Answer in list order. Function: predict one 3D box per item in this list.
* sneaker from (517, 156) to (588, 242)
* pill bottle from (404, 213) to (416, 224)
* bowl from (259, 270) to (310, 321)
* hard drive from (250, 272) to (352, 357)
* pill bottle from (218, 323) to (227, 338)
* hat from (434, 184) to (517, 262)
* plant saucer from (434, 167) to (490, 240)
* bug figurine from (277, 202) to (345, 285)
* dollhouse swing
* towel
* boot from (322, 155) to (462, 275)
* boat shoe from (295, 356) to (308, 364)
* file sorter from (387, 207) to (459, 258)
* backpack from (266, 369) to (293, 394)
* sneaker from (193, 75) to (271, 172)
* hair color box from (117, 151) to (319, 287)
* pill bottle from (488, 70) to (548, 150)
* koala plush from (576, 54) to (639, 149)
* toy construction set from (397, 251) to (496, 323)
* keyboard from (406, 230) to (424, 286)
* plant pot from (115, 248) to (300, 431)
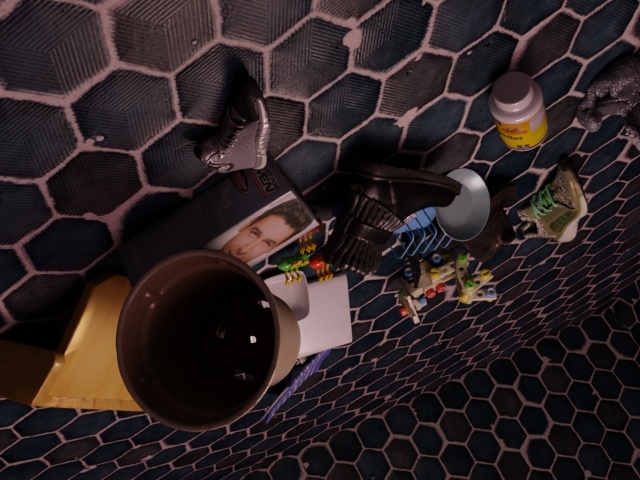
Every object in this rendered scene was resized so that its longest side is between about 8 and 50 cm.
[{"bbox_3d":[0.720,-0.102,2.124,0.182,0.157,0.410,-12,148,4],"label":"sneaker"},{"bbox_3d":[0.171,-0.056,1.734,0.137,0.078,0.078,-34,152,11],"label":"pill bottle"},{"bbox_3d":[-0.103,0.154,1.802,0.142,0.142,0.053,-13,-169,-29],"label":"bowl"},{"bbox_3d":[-0.062,0.225,1.895,0.319,0.040,0.210,-12,104,-29],"label":"hard drive"},{"bbox_3d":[-0.251,0.280,1.896,0.152,0.086,0.086,-39,151,19],"label":"pill bottle"},{"bbox_3d":[0.488,-0.015,1.990,0.332,0.133,0.331,-30,164,-10],"label":"hat"},{"bbox_3d":[0.369,-0.095,1.799,0.195,0.194,0.037,-12,-172,-29],"label":"plant saucer"},{"bbox_3d":[0.000,0.000,1.671,0.216,0.072,0.279,-16,146,-36],"label":"bug figurine"},{"bbox_3d":[-0.544,0.224,1.559,0.315,0.304,0.347,5,169,30],"label":"dollhouse swing"},{"bbox_3d":[-0.056,0.459,2.280,0.336,0.040,0.243,-40,167,-49],"label":"towel"},{"bbox_3d":[0.168,-0.047,1.575,0.348,0.131,0.259,6,102,-36],"label":"boot"},{"bbox_3d":[-0.068,0.335,2.140,0.307,0.104,0.113,-27,152,-4],"label":"boat shoe"},{"bbox_3d":[0.273,-0.030,1.845,0.171,0.104,0.118,-12,147,-29],"label":"file sorter"},{"bbox_3d":[-0.151,0.454,2.273,0.101,0.097,0.120,16,134,-28],"label":"backpack"},{"bbox_3d":[-0.162,-0.187,1.197,0.132,0.086,0.228,-19,152,-14],"label":"sneaker"},{"bbox_3d":[-0.209,-0.009,1.419,0.375,0.113,0.185,-32,153,5],"label":"hair color box"},{"bbox_3d":[0.454,-0.298,1.548,0.117,0.117,0.215,-34,152,10],"label":"pill bottle"},{"bbox_3d":[0.801,-0.330,1.704,0.196,0.221,0.203,-25,152,-7],"label":"koala plush"},{"bbox_3d":[0.371,0.149,2.118,0.328,0.215,0.151,-19,150,-18],"label":"toy construction set"},{"bbox_3d":[0.287,0.046,1.984,0.038,0.100,0.192,0,139,17],"label":"keyboard"},{"bbox_3d":[-0.189,0.200,1.379,0.334,0.333,0.305,-34,165,9],"label":"plant pot"}]
